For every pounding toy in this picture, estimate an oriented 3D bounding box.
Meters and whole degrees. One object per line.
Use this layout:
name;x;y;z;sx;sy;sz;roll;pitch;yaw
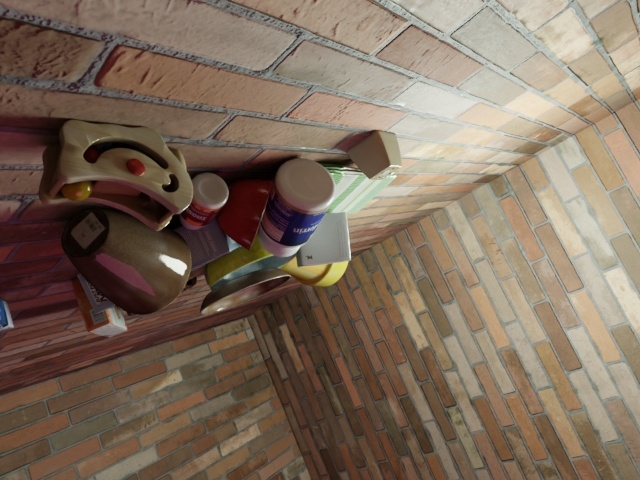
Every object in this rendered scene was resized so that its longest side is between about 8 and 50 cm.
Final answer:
pounding toy;-0.319;-0.082;0.789;0.154;0.154;0.269;-31;167;34

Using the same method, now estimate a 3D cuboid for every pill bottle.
pill bottle;-0.268;-0.082;1.089;0.086;0.086;0.152;-17;167;-34
pill bottle;-0.072;-0.074;1.255;0.153;0.153;0.265;-18;157;-30

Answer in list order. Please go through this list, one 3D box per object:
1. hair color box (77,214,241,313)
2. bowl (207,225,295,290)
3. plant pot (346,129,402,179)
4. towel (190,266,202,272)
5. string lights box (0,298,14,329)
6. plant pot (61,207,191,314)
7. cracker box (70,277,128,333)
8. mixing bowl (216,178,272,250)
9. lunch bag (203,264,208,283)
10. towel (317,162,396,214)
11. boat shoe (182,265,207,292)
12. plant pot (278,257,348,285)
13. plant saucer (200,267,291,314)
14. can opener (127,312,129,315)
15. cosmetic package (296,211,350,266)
hair color box;-0.404;0.050;1.270;0.374;0.114;0.185;-24;-178;3
bowl;-0.233;0.028;1.513;0.289;0.156;0.289;-23;169;-4
plant pot;0.156;-0.222;1.303;0.109;0.096;0.109;-31;168;34
towel;-0.422;0.061;1.434;0.148;0.110;0.027;-24;-150;9
string lights box;-0.838;0.177;1.133;0.133;0.077;0.260;-20;169;-20
plant pot;-0.427;0.026;1.037;0.215;0.216;0.230;-25;154;3
cracker box;-0.648;0.197;1.435;0.067;0.156;0.232;-22;170;-15
mixing bowl;-0.188;-0.076;1.161;0.098;0.182;0.181;19;158;-10
lunch bag;-0.286;0.084;1.804;0.243;0.115;0.303;-28;168;10
towel;0.041;-0.144;1.421;0.324;0.038;0.248;-4;155;-37
boat shoe;-0.458;0.125;1.577;0.302;0.098;0.109;-39;-173;44
plant pot;-0.065;0.035;1.737;0.254;0.254;0.238;-32;152;36
plant saucer;-0.246;0.157;1.563;0.310;0.050;0.310;-24;170;-5
can opener;-0.634;0.199;1.695;0.095;0.076;0.283;-18;169;-25
cosmetic package;0.000;0.000;1.517;0.151;0.152;0.183;-5;177;-8
